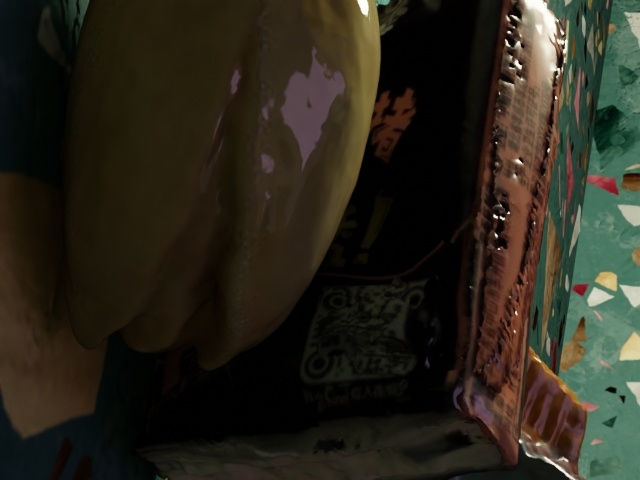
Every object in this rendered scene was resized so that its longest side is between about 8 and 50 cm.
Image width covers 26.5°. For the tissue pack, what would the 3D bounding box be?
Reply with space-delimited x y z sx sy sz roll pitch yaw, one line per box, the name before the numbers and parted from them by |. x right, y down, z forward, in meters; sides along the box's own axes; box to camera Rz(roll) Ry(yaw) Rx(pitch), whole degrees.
tissue pack | 0.030 -0.002 0.854 0.123 0.245 0.332 44 45 -39

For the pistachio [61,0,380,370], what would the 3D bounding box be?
pistachio | -0.055 -0.076 0.743 0.181 0.162 0.293 -174 -87 -79

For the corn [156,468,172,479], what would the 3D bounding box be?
corn | -0.090 0.121 0.881 0.028 0.027 0.083 89 8 -67

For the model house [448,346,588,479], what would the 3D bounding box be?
model house | 0.119 0.186 1.040 0.360 0.339 0.297 41 56 -67
